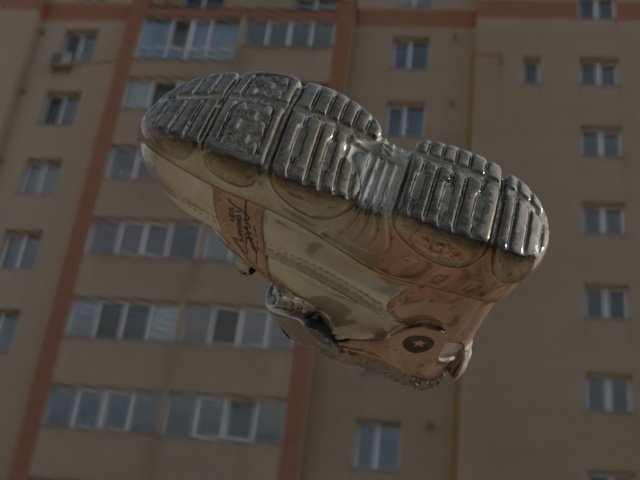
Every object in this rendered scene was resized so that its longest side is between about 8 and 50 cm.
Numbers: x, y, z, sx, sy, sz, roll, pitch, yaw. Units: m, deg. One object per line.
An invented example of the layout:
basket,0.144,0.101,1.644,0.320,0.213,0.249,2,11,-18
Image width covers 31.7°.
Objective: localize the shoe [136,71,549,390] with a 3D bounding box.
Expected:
shoe,-0.002,0.001,0.949,0.351,0.172,0.198,24,-57,10
